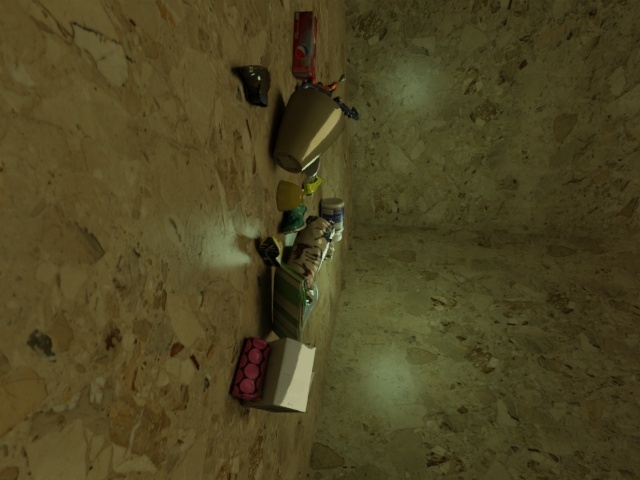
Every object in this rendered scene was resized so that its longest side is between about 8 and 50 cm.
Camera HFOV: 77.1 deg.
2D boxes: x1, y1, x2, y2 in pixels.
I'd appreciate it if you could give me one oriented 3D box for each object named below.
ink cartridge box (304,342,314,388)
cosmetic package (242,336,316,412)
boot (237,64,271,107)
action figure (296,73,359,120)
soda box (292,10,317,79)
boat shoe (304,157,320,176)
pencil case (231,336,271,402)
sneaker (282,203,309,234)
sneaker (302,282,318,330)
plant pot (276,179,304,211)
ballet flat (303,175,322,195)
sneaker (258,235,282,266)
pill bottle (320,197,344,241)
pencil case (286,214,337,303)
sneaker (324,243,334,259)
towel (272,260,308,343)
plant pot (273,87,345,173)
[{"bbox_3d":[-0.096,0.610,1.873,0.275,0.060,0.238,138,-28,-64],"label":"ink cartridge box"},{"bbox_3d":[-0.147,0.486,1.440,0.224,0.138,0.224,-28,-136,48],"label":"cosmetic package"},{"bbox_3d":[-0.198,-0.479,1.253,0.219,0.082,0.106,-53,143,-74],"label":"boot"},{"bbox_3d":[0.024,-0.681,1.965,0.179,0.342,0.330,-24,-135,58],"label":"action figure"},{"bbox_3d":[-0.068,-0.857,1.776,0.092,0.084,0.263,-22,116,-77],"label":"soda box"},{"bbox_3d":[-0.033,-0.446,2.086,0.084,0.095,0.257,36,59,-72],"label":"boat shoe"},{"bbox_3d":[-0.231,0.439,1.382,0.095,0.098,0.209,76,20,-57],"label":"pencil case"},{"bbox_3d":[-0.123,-0.112,1.803,0.275,0.107,0.109,-80,154,-59],"label":"sneaker"},{"bbox_3d":[-0.093,0.283,1.946,0.365,0.135,0.150,-75,167,-49],"label":"sneaker"},{"bbox_3d":[-0.122,-0.188,1.715,0.134,0.095,0.134,4,90,-78],"label":"plant pot"},{"bbox_3d":[-0.042,-0.316,2.162,0.231,0.077,0.077,-64,139,-58],"label":"ballet flat"},{"bbox_3d":[-0.186,0.023,1.531,0.208,0.082,0.094,97,2,-65],"label":"sneaker"},{"bbox_3d":[0.077,-0.134,2.621,0.153,0.153,0.264,-65,157,-62],"label":"pill bottle"},{"bbox_3d":[-0.053,0.081,1.860,0.160,0.184,0.410,127,-16,-62],"label":"pencil case"},{"bbox_3d":[0.000,0.000,2.274,0.305,0.152,0.114,80,19,-46],"label":"sneaker"},{"bbox_3d":[-0.126,0.262,1.599,0.248,0.038,0.324,26,-63,54],"label":"towel"},{"bbox_3d":[-0.070,-0.411,1.608,0.256,0.257,0.273,74,39,-61],"label":"plant pot"}]
